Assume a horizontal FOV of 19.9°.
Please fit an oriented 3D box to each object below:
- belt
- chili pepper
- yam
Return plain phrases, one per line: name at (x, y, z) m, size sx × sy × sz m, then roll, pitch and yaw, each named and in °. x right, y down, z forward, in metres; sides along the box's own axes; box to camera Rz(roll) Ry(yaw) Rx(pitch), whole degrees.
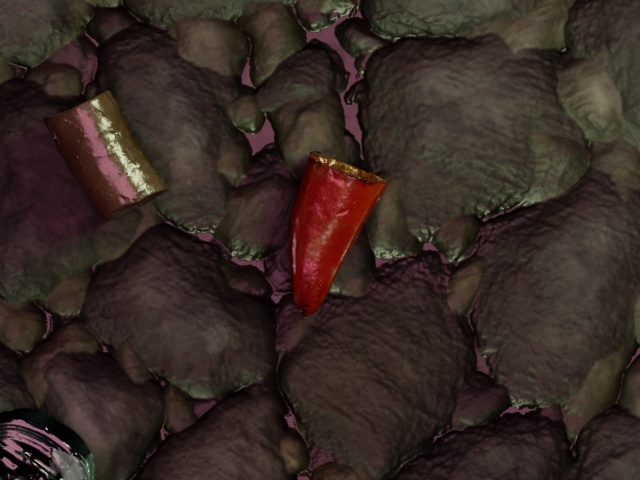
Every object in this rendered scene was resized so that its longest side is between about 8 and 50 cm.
belt at (-0.304, 0.239, 1.934) m, size 0.140 × 0.058 × 0.105 m, roll 32°, pitch 100°, yaw -4°
chili pepper at (0.004, 0.001, 1.898) m, size 0.088 × 0.065 × 0.169 m, roll 21°, pitch 103°, yaw 14°
yam at (-0.221, -0.088, 1.878) m, size 0.084 × 0.084 × 0.127 m, roll -29°, pitch 93°, yaw 5°
